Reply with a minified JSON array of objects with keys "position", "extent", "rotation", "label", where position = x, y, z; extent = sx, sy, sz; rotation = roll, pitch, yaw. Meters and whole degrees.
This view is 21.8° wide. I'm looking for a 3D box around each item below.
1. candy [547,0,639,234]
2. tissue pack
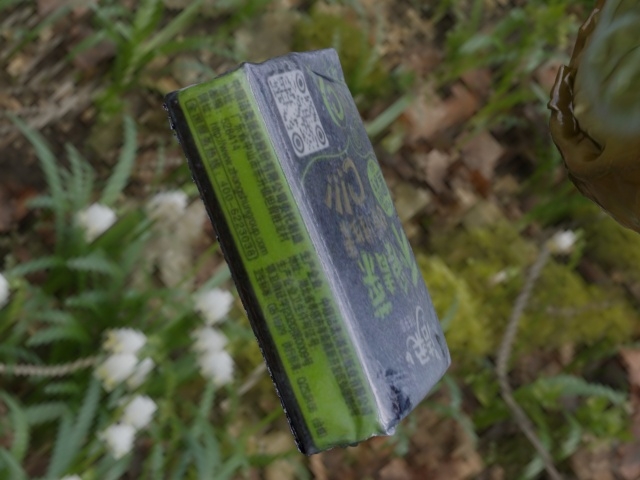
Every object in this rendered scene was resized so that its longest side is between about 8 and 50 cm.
[{"position":[0.237,-0.113,0.925],"extent":[0.118,0.260,0.260],"rotation":[32,18,-17],"label":"candy"},{"position":[0.000,0.000,1.752],"extent":[0.394,0.124,0.288],"rotation":[68,21,-3],"label":"tissue pack"}]
